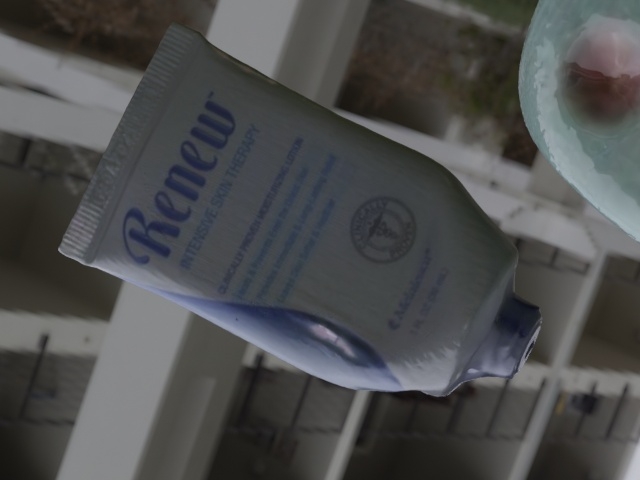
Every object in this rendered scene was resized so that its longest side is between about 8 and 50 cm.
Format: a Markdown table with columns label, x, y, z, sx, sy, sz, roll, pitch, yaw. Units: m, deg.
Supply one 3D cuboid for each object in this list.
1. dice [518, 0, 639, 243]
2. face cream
| label | x | y | z | sx | sy | sz | roll | pitch | yaw |
| --- | --- | --- | --- | --- | --- | --- | --- | --- | --- |
| dice | 0.312 | -0.124 | 1.052 | 0.262 | 0.268 | 0.265 | 40 | -155 | 24 |
| face cream | 0.000 | 0.000 | 1.402 | 0.420 | 0.234 | 0.137 | 27 | -176 | 6 |
